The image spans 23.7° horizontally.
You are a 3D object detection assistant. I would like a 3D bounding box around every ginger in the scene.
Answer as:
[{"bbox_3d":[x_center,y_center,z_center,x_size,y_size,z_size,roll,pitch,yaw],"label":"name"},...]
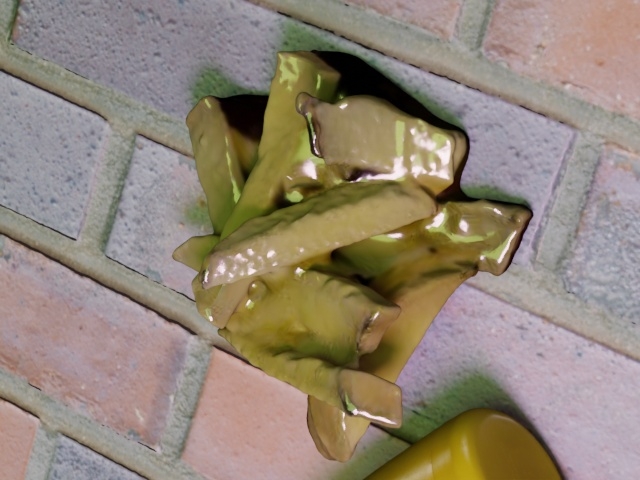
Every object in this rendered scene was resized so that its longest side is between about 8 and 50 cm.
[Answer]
[{"bbox_3d":[0.000,0.000,1.550,0.358,0.211,0.413,-33,82,25],"label":"ginger"}]

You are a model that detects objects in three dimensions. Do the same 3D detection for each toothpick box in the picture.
[{"bbox_3d":[0.105,0.303,1.564,0.271,0.175,0.175,-36,81,29],"label":"toothpick box"}]
